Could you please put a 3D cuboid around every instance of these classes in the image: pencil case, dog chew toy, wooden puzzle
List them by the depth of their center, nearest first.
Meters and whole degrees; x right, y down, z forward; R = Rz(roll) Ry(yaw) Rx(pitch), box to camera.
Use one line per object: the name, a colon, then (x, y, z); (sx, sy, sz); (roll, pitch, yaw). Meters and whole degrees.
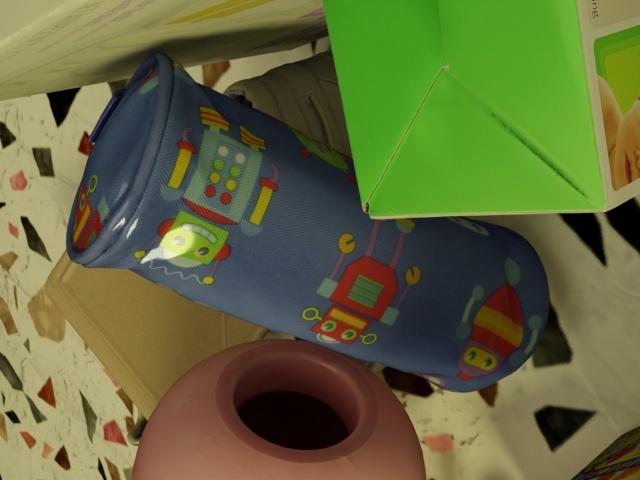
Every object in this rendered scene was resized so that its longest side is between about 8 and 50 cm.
pencil case: (0.000, 0.000, 0.583); (0.119, 0.306, 0.133); (-56, 34, 18)
dog chew toy: (-0.041, 0.235, 0.730); (0.206, 0.206, 0.332); (36, 133, 30)
wooden puzzle: (-0.137, 0.038, 0.879); (0.221, 0.044, 0.238); (45, 117, 23)

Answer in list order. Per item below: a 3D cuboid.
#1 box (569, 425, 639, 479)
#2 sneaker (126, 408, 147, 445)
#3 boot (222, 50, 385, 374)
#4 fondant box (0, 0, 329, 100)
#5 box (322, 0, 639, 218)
box: (0.222, 0.242, 0.455); (0.290, 0.279, 0.177); (56, 137, 11)
sneaker: (-0.155, 0.121, 0.941); (0.066, 0.071, 0.188); (22, 122, 38)
boot: (-0.016, -0.001, 0.709); (0.095, 0.123, 0.258); (8, 112, 44)
fondant box: (-0.066, -0.158, 0.538); (0.238, 0.330, 0.096); (-9, 100, 47)
box: (0.109, -0.165, 0.432); (0.127, 0.231, 0.262); (1, 107, 46)
